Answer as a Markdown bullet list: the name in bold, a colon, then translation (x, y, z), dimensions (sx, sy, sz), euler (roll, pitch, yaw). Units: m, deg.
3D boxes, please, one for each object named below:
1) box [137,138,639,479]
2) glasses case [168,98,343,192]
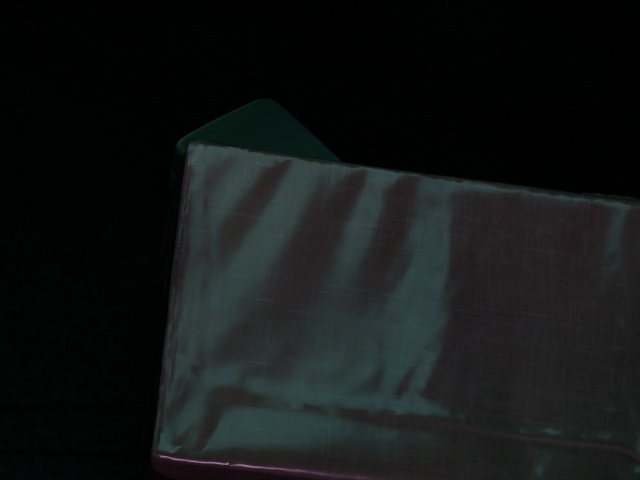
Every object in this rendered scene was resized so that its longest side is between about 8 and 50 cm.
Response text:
- **box**: translation (0.036, 0.054, 0.889), dimensions (0.231, 0.149, 0.155), euler (6, 78, -7)
- **glasses case**: translation (0.000, 0.000, 1.034), dimensions (0.078, 0.039, 0.184), euler (-29, 61, -32)
